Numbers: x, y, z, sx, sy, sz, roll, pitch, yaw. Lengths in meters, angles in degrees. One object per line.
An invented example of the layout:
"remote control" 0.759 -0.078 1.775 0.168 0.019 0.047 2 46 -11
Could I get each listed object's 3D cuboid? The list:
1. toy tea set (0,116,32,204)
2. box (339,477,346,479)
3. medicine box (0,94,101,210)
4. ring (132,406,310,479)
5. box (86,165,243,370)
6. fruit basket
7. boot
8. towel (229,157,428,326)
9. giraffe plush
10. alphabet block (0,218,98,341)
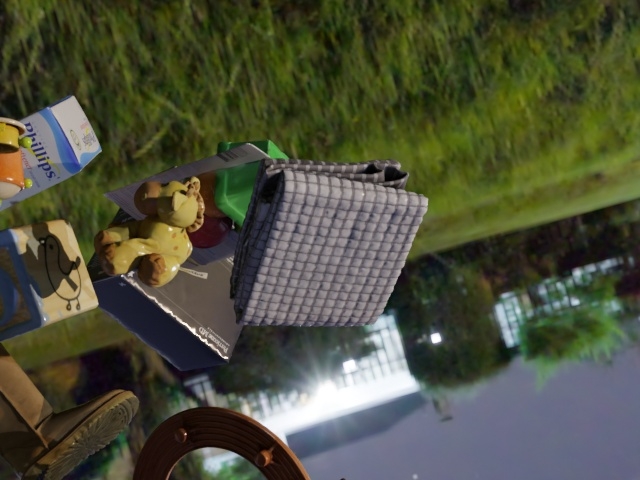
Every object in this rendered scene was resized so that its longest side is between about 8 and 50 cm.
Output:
"toy tea set" -0.660 -0.130 1.659 0.336 0.124 0.200 0 168 -8
"box" 0.016 0.514 1.475 0.168 0.203 0.167 -25 154 -38
"medicine box" -0.640 -0.174 2.056 0.289 0.149 0.263 -26 -166 3
"ring" -0.146 0.408 1.401 0.336 0.336 0.032 -16 180 29
"box" -0.322 0.070 2.197 0.179 0.343 0.312 -16 -140 42
"fruit basket" -0.194 -0.073 1.940 0.353 0.165 0.327 -12 146 30
"boot" -0.472 0.255 1.602 0.236 0.269 0.089 -37 152 -26
"towel" 0.000 0.000 1.439 0.235 0.121 0.283 4 129 -17
"giraffe plush" -0.278 -0.030 1.700 0.210 0.170 0.181 9 -156 -25
"alphabet block" -0.565 0.081 1.800 0.193 0.192 0.197 -17 -177 17
